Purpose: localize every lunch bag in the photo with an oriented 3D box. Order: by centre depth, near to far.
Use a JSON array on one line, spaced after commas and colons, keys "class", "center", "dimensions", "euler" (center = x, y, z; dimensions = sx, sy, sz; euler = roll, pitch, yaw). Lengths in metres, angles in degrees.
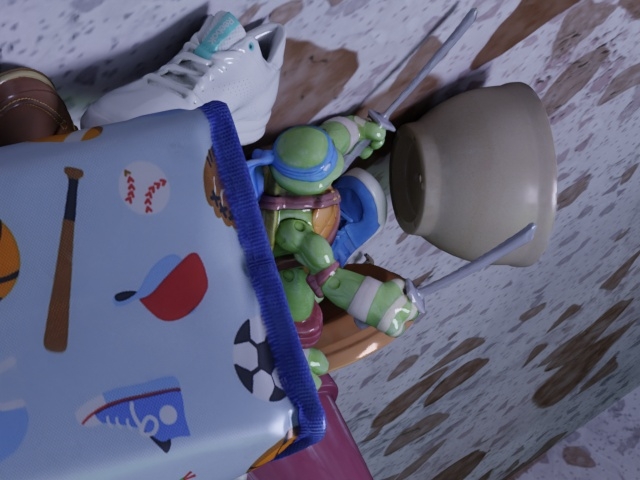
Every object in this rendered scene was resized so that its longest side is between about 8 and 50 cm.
[{"class": "lunch bag", "center": [-0.232, 0.096, 1.148], "dimensions": [0.328, 0.239, 0.385], "euler": [-13, 175, -30]}]

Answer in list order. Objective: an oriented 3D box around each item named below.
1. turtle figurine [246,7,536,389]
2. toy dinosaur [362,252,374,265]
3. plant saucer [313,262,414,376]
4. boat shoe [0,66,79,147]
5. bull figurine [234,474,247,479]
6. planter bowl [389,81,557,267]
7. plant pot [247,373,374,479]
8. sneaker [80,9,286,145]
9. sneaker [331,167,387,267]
[{"class": "turtle figurine", "center": [0.035, 0.001, 1.584], "dimensions": [0.275, 0.198, 0.266], "euler": [-24, 157, -27]}, {"class": "toy dinosaur", "center": [0.017, 0.054, 1.947], "dimensions": [0.092, 0.053, 0.183], "euler": [-24, 174, 14]}, {"class": "plant saucer", "center": [-0.010, 0.070, 1.778], "dimensions": [0.200, 0.037, 0.200], "euler": [-17, -164, 5]}, {"class": "boat shoe", "center": [-0.176, -0.055, 1.259], "dimensions": [0.064, 0.060, 0.178], "euler": [-37, 162, -4]}, {"class": "bull figurine", "center": [-0.173, 0.283, 1.943], "dimensions": [0.188, 0.101, 0.310], "euler": [5, 142, -9]}, {"class": "planter bowl", "center": [0.123, -0.054, 1.723], "dimensions": [0.109, 0.162, 0.162], "euler": [-4, 150, -16]}, {"class": "plant pot", "center": [-0.037, 0.241, 2.057], "dimensions": [0.201, 0.180, 0.201], "euler": [-35, 162, -13]}, {"class": "sneaker", "center": [-0.083, -0.105, 1.308], "dimensions": [0.094, 0.080, 0.212], "euler": [-62, 168, 22]}, {"class": "sneaker", "center": [0.001, 0.001, 1.740], "dimensions": [0.084, 0.058, 0.152], "euler": [-37, 171, -34]}]
